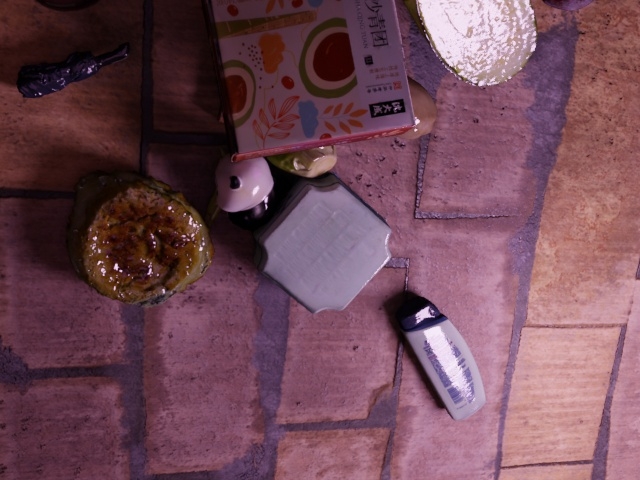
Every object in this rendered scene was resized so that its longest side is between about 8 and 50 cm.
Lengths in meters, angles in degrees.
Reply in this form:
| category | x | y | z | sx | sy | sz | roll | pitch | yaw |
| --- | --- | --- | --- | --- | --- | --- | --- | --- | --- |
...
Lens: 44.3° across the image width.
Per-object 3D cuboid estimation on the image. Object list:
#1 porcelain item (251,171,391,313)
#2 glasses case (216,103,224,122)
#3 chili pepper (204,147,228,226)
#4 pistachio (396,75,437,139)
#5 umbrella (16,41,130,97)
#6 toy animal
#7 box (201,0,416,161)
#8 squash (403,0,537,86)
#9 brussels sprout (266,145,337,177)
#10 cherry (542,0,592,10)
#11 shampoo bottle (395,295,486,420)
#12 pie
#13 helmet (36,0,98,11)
| category | x | y | z | sx | sy | sz | roll | pitch | yaw |
| --- | --- | --- | --- | --- | --- | --- | --- | --- | --- |
| porcelain item | 0.000 | 0.000 | 1.842 | 0.281 | 0.157 | 0.286 | 39 | 96 | -20 |
| glasses case | -0.167 | -0.361 | 1.741 | 0.075 | 0.049 | 0.218 | 13 | 104 | -14 |
| chili pepper | -0.229 | -0.111 | 1.813 | 0.043 | 0.049 | 0.208 | 23 | 107 | 22 |
| pistachio | 0.169 | -0.320 | 1.792 | 0.226 | 0.136 | 0.135 | 38 | 96 | -12 |
| umbrella | -0.515 | -0.359 | 1.649 | 0.248 | 0.071 | 0.070 | -18 | 111 | -6 |
| toy animal | -0.162 | -0.126 | 1.746 | 0.138 | 0.165 | 0.179 | -4 | 147 | 26 |
| box | -0.027 | -0.366 | 1.638 | 0.386 | 0.122 | 0.344 | -10 | 89 | -8 |
| squash | 0.356 | -0.472 | 1.750 | 0.234 | 0.210 | 0.309 | -32 | 108 | 11 |
| brussels sprout | -0.050 | -0.224 | 1.761 | 0.162 | 0.180 | 0.143 | -10 | 152 | -30 |
| cherry | 0.571 | -0.618 | 1.765 | 0.195 | 0.195 | 0.195 | -4 | 108 | -12 |
| shampoo bottle | 0.325 | 0.302 | 2.063 | 0.134 | 0.078 | 0.359 | -32 | 112 | -6 |
| pie | -0.410 | -0.003 | 1.771 | 0.355 | 0.103 | 0.288 | 30 | 106 | -20 |
| helmet | -0.509 | -0.533 | 1.575 | 0.175 | 0.106 | 0.154 | 8 | 106 | -20 |
